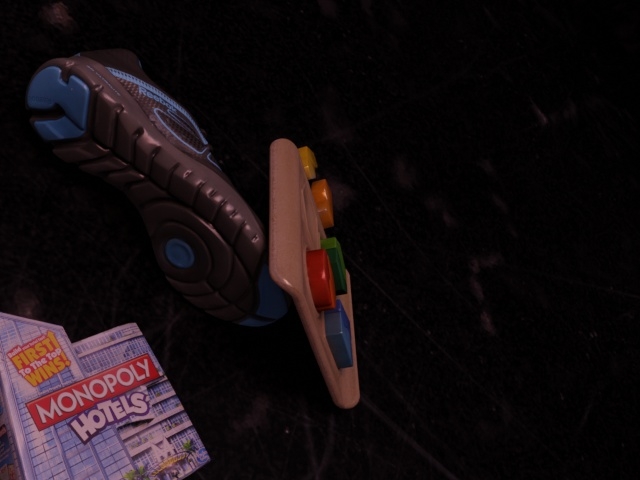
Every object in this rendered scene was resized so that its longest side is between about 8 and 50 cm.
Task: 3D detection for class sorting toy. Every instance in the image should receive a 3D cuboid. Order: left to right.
[{"bbox_3d":[0.000,0.000,0.917,0.307,0.041,0.229,-93,165,-44],"label":"sorting toy"}]

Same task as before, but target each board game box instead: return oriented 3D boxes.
[{"bbox_3d":[-0.201,0.136,0.690,0.194,0.060,0.194,-21,78,-50],"label":"board game box"}]

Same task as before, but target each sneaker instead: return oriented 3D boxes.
[{"bbox_3d":[-0.136,-0.064,0.856,0.341,0.125,0.139,51,31,-8],"label":"sneaker"}]
